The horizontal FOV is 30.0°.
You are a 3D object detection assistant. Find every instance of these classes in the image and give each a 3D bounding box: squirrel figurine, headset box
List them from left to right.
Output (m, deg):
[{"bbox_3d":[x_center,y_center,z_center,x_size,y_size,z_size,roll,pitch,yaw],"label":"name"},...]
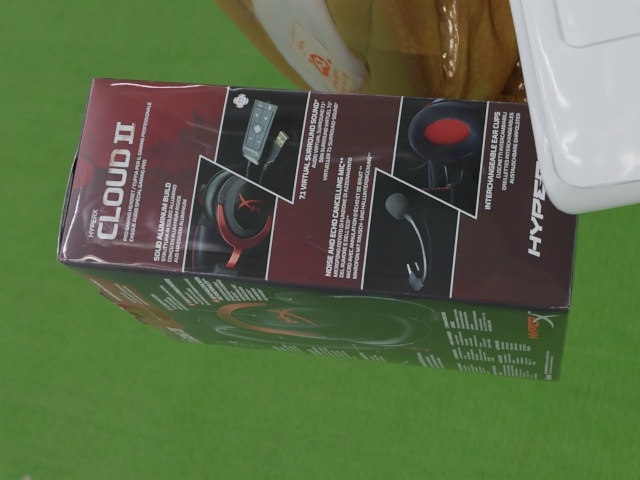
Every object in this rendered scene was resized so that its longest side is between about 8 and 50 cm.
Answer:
[{"bbox_3d":[0.000,0.000,0.698,0.293,0.218,0.110,5,75,12],"label":"headset box"},{"bbox_3d":[0.140,-0.233,0.961,0.370,0.397,0.281,-44,40,-16],"label":"squirrel figurine"}]

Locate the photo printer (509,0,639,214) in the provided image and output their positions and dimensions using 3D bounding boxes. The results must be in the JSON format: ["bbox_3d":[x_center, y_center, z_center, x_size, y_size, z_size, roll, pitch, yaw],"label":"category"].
[{"bbox_3d":[0.194,-0.158,0.334,0.307,0.107,0.256,-11,98,16],"label":"photo printer"}]
